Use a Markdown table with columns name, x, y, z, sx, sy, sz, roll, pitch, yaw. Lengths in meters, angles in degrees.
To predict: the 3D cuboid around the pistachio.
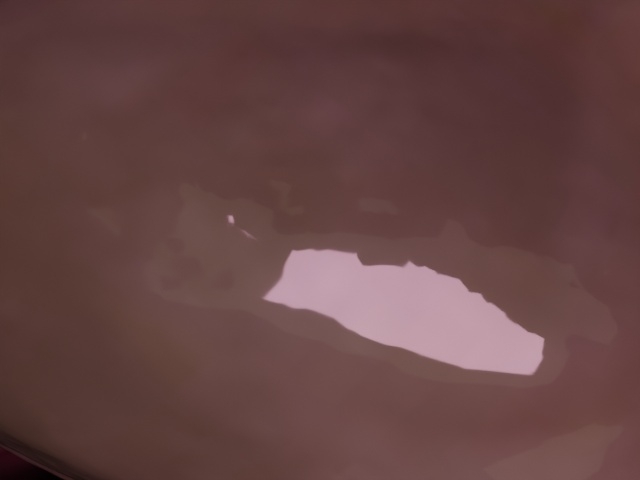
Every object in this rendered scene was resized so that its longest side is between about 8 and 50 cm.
| name | x | y | z | sx | sy | sz | roll | pitch | yaw |
| --- | --- | --- | --- | --- | --- | --- | --- | --- | --- |
| pistachio | 0.000 | 0.000 | 0.461 | 0.318 | 0.193 | 0.214 | 15 | 118 | -10 |
